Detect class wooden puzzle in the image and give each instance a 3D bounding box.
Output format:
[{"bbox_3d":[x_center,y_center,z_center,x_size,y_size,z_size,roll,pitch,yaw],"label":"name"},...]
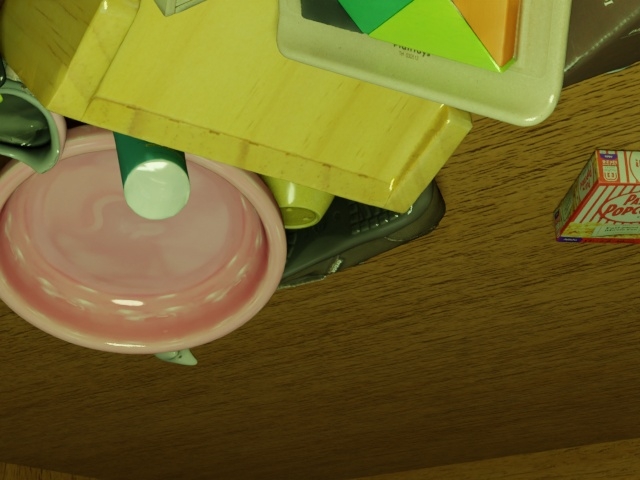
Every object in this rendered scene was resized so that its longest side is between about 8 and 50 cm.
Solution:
[{"bbox_3d":[0.057,-0.204,0.740,0.221,0.044,0.238,20,128,26],"label":"wooden puzzle"}]

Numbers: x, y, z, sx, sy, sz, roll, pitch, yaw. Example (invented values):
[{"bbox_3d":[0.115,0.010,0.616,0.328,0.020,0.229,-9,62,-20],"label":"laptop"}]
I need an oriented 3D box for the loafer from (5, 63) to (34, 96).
[{"bbox_3d":[-0.242,-0.140,1.064,0.045,0.039,0.125,29,-166,26],"label":"loafer"}]

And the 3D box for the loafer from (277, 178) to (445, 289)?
[{"bbox_3d":[0.000,0.000,1.440,0.366,0.134,0.130,-15,154,33],"label":"loafer"}]

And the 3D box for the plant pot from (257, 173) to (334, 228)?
[{"bbox_3d":[-0.034,-0.069,1.319,0.134,0.095,0.134,0,159,0],"label":"plant pot"}]

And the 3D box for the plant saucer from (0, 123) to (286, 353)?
[{"bbox_3d":[-0.203,-0.010,1.268,0.332,0.084,0.332,-2,135,-2],"label":"plant saucer"}]

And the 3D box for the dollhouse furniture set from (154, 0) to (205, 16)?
[{"bbox_3d":[-0.078,-0.276,0.667,0.161,0.242,0.212,-28,166,-21],"label":"dollhouse furniture set"}]

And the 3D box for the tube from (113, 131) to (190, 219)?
[{"bbox_3d":[-0.148,-0.083,1.003,0.080,0.207,0.052,27,107,-23],"label":"tube"}]

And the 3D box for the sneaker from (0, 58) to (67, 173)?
[{"bbox_3d":[-0.352,-0.147,1.018,0.319,0.131,0.112,13,131,-48],"label":"sneaker"}]

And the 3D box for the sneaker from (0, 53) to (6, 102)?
[{"bbox_3d":[-0.303,-0.202,0.899,0.084,0.097,0.234,-39,140,-14],"label":"sneaker"}]

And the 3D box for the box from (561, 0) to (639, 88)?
[{"bbox_3d":[0.216,-0.228,0.752,0.168,0.167,0.203,-21,170,-29],"label":"box"}]

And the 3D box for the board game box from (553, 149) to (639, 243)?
[{"bbox_3d":[0.386,-0.051,1.437,0.147,0.045,0.193,1,158,-3],"label":"board game box"}]

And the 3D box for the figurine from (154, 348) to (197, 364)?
[{"bbox_3d":[-0.285,0.101,1.612,0.209,0.092,0.215,30,178,34],"label":"figurine"}]

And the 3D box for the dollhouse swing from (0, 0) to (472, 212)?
[{"bbox_3d":[-0.043,-0.224,0.978,0.347,0.305,0.315,14,-164,-33],"label":"dollhouse swing"}]
